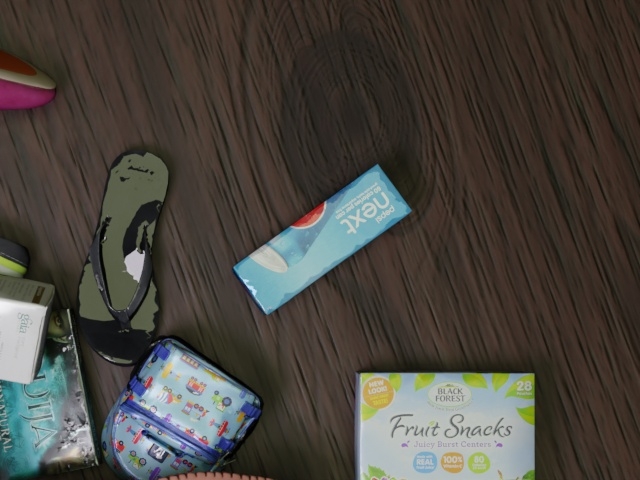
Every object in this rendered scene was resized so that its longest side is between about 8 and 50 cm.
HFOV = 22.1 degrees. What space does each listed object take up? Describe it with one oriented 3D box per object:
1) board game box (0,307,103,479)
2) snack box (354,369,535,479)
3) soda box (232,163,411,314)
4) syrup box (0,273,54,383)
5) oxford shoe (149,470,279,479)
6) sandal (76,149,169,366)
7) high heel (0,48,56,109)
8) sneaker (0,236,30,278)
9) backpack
[{"bbox_3d":[-0.330,0.180,1.897,0.126,0.026,0.186,-12,87,6],"label":"board game box"},{"bbox_3d":[0.144,0.239,1.919,0.207,0.070,0.174,1,87,-5],"label":"snack box"},{"bbox_3d":[0.000,0.000,1.923,0.210,0.067,0.071,-36,90,-6],"label":"soda box"},{"bbox_3d":[-0.421,0.082,1.818,0.237,0.096,0.093,11,103,-7],"label":"syrup box"},{"bbox_3d":[-0.191,0.336,1.764,0.397,0.140,0.146,-4,67,-13],"label":"oxford shoe"},{"bbox_3d":[-0.232,0.020,1.910,0.097,0.054,0.254,4,86,-4],"label":"sandal"},{"bbox_3d":[-0.503,-0.155,1.894,0.377,0.127,0.181,11,112,-6],"label":"high heel"},{"bbox_3d":[-0.449,0.018,1.879,0.235,0.084,0.097,20,87,-3],"label":"sneaker"},{"bbox_3d":[-0.168,0.214,1.875,0.158,0.117,0.173,36,87,-1],"label":"backpack"}]
